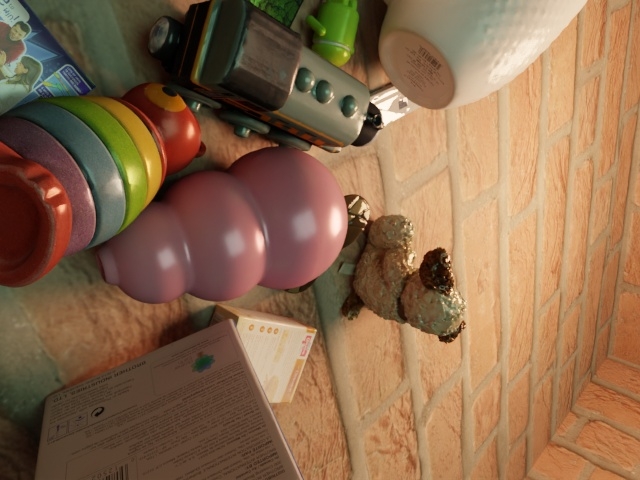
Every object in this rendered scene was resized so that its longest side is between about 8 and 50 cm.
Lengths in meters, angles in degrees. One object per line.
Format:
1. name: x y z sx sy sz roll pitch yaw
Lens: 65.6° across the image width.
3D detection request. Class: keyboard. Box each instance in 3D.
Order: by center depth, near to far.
1. keyboard: 0.163 -0.285 1.001 0.256 0.014 0.072 -33 130 -33

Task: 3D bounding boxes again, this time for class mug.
1. mug: 0.236 -0.434 0.869 0.374 0.276 0.328 46 76 -11

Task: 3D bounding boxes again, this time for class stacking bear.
1. stacking bear: -0.239 -0.090 0.536 0.164 0.175 0.289 -59 174 37

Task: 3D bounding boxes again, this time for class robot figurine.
1. robot figurine: 0.023 -0.334 0.802 0.101 0.067 0.115 0 104 -57

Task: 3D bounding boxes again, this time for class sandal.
1. sandal: 0.000 0.000 0.905 0.090 0.060 0.219 38 91 -39

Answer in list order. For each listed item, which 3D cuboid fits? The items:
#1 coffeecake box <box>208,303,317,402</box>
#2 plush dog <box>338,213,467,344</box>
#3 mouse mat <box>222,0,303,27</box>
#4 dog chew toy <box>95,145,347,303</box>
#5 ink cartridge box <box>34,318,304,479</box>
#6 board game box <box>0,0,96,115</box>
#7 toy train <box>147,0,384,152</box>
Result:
1. coffeecake box: -0.110 0.197 0.847 0.185 0.068 0.142 21 89 -46
2. plush dog: 0.182 0.105 0.993 0.210 0.225 0.262 -46 131 -25
3. mouse mat: -0.077 -0.393 0.728 0.153 0.007 0.189 31 81 -46
4. dog chew toy: -0.128 -0.012 0.678 0.332 0.207 0.206 -17 115 -31
5. ink cartridge box: -0.159 0.290 0.549 0.270 0.395 0.151 -22 118 -14
6. board game box: -0.351 -0.198 0.499 0.136 0.035 0.201 -50 133 -21
7. toy train: -0.058 -0.205 0.676 0.334 0.190 0.142 16 92 -46
